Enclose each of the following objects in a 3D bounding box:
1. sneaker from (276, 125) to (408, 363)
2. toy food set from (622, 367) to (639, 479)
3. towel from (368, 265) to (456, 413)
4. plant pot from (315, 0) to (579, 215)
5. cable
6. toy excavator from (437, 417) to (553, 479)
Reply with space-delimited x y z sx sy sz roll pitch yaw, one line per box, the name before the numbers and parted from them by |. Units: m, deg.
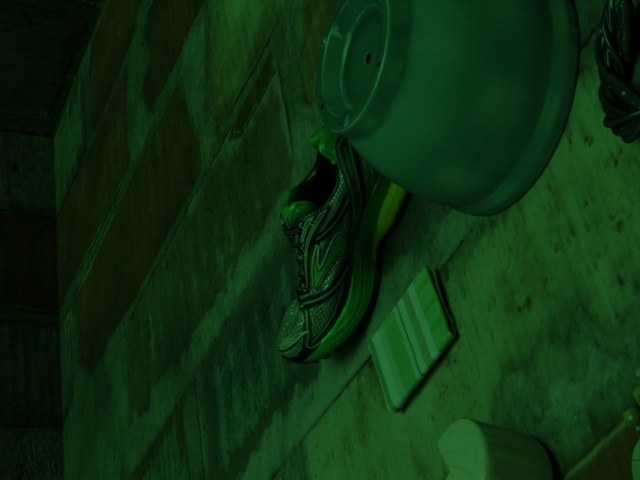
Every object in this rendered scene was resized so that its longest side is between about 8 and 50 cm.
sneaker | 0.000 0.000 1.594 0.134 0.146 0.343 -131 54 -59
toy food set | 0.288 0.165 1.060 0.078 0.019 0.122 -32 53 59
towel | 0.111 0.120 1.467 0.152 0.023 0.113 -57 36 38
plant pot | 0.115 -0.186 1.350 0.293 0.196 0.293 -34 51 57
cable | 0.305 -0.183 1.130 0.150 0.047 0.184 145 127 -64
toy excavator | 0.089 0.452 1.199 0.445 0.222 0.433 -92 27 -43
